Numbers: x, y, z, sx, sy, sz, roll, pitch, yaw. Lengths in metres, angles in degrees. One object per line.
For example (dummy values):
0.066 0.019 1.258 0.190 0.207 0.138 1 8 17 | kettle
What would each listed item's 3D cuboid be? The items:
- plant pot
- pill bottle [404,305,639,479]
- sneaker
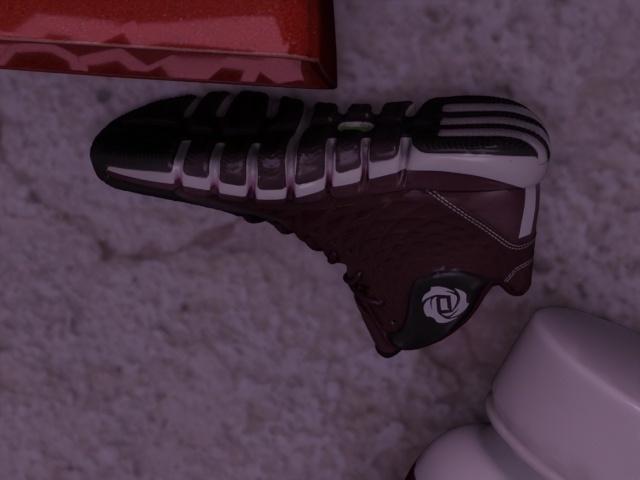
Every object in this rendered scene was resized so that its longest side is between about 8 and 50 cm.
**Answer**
-0.119 -0.214 0.953 0.267 0.267 0.236 4 92 3 | plant pot
0.118 0.253 1.049 0.224 0.224 0.392 27 103 -3 | pill bottle
0.000 0.000 1.064 0.281 0.106 0.162 2 119 14 | sneaker
